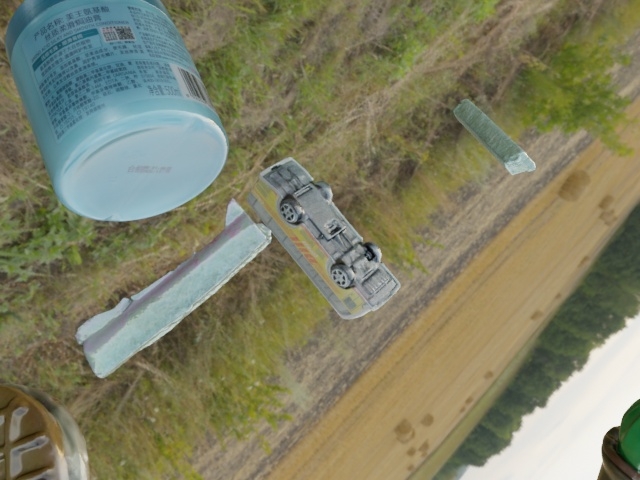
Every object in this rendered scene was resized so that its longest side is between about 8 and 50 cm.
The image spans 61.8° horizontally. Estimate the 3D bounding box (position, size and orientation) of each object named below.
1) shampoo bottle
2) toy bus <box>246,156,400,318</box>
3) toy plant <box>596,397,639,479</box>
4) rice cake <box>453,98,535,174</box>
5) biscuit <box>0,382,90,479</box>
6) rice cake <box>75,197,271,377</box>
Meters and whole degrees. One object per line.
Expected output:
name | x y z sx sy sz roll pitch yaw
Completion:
shampoo bottle | -0.385 -0.259 1.035 0.331 0.342 0.331 -25 160 -10
toy bus | 0.000 0.000 0.827 0.092 0.268 0.106 -36 175 -39
toy plant | 0.387 0.235 0.603 0.143 0.105 0.200 -3 121 -37
rice cake | 0.197 -0.122 0.621 0.029 0.170 0.033 -40 120 15
biscuit | -0.496 0.377 0.794 0.332 0.332 0.103 -50 158 -3
rice cake | -0.191 0.061 0.705 0.290 0.081 0.051 -41 -175 -7
